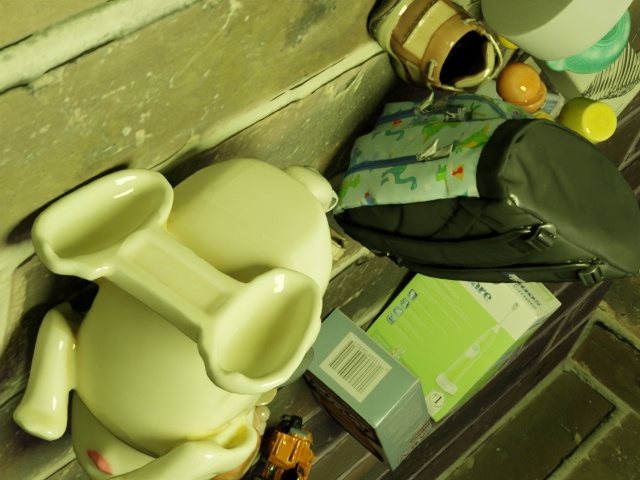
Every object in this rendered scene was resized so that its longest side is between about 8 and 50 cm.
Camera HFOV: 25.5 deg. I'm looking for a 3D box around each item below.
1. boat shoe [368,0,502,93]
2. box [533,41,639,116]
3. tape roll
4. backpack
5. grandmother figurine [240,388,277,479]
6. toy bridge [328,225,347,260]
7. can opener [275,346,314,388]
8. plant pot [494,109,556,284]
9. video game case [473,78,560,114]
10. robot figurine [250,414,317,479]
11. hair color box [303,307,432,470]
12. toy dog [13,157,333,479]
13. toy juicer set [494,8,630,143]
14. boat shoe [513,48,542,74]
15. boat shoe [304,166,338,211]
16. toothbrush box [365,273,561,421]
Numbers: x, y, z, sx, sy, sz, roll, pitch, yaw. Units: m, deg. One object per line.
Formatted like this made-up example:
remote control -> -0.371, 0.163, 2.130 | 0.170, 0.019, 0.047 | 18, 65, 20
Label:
boat shoe -> 0.160, -0.230, 1.761 | 0.122, 0.120, 0.324 | -53, 161, 10
box -> 0.385, -0.285, 2.098 | 0.113, 0.094, 0.275 | -51, 144, 3
tape roll -> 0.298, -0.333, 1.737 | 0.072, 0.219, 0.219 | 27, 106, -30
backpack -> 0.187, -0.059, 1.801 | 0.355, 0.273, 0.290 | -19, 147, 42
grandmother figurine -> -0.148, 0.342, 2.186 | 0.208, 0.104, 0.342 | -30, 152, -27
toy bridge -> 0.000, 0.000, 1.920 | 0.026, 0.063, 0.188 | -53, 162, 8
can opener -> -0.126, 0.199, 1.984 | 0.280, 0.093, 0.074 | -34, 157, -29
plant pot -> 0.319, -0.053, 2.259 | 0.212, 0.212, 0.187 | -25, 162, -51
video game case -> 0.250, -0.127, 2.302 | 0.300, 0.036, 0.329 | -56, 161, 18
robot figurine -> -0.065, 0.403, 2.410 | 0.291, 0.085, 0.211 | 74, 38, -82
hair color box -> 0.078, 0.262, 2.409 | 0.113, 0.185, 0.374 | -47, 161, -9
toy dog -> -0.159, 0.113, 1.525 | 0.395, 0.284, 0.408 | -58, 173, -46
toy juicer set -> 0.330, -0.305, 1.912 | 0.089, 0.209, 0.329 | -164, -92, -74
boat shoe -> 0.326, -0.291, 2.150 | 0.137, 0.043, 0.049 | -52, 145, 6
boat shoe -> -0.042, -0.041, 1.743 | 0.184, 0.063, 0.066 | -17, 142, -60
toothbrush box -> 0.243, 0.142, 2.476 | 0.283, 0.206, 0.122 | -52, 163, 29
